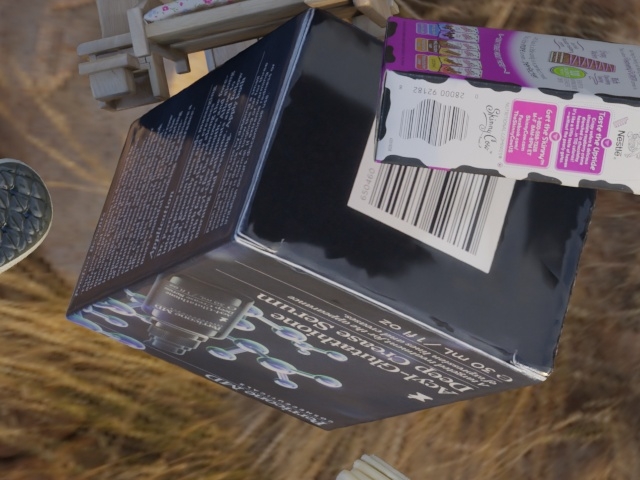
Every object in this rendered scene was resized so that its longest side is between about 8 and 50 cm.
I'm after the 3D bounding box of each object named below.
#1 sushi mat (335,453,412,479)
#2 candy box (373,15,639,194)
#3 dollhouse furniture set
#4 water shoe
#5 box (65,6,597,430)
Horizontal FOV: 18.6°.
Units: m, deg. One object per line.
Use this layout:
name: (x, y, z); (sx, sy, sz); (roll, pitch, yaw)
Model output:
sushi mat: (0.104, 0.202, 0.777); (0.316, 0.151, 0.019); (32, 127, 21)
candy box: (0.157, -0.095, 1.380); (0.233, 0.159, 0.071); (6, 110, 1)
dollhouse furniture set: (-0.106, -0.237, 1.666); (0.303, 0.355, 0.173); (-12, 86, 9)
water shoe: (-0.237, 0.023, 1.055); (0.203, 0.080, 0.073); (-28, 96, -28)
box: (0.000, 0.000, 1.690); (0.293, 0.395, 0.212); (25, 70, -20)
